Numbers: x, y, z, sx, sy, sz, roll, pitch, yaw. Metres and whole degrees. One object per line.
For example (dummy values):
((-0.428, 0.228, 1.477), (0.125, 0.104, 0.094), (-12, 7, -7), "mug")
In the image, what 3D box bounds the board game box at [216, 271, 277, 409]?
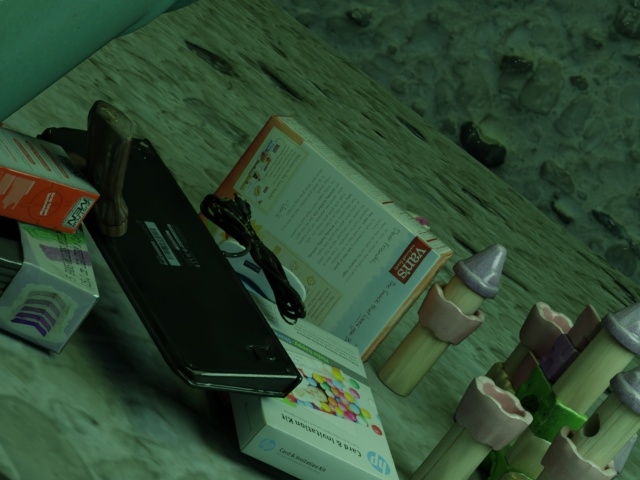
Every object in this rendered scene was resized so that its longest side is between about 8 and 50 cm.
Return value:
((-0.073, 0.083, 1.431), (0.145, 0.027, 0.281), (28, 18, -35), "board game box")

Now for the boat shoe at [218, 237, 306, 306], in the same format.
((-0.056, 0.029, 1.512), (0.100, 0.035, 0.035), (31, 18, 1), "boat shoe")

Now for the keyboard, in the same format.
((-0.107, 0.016, 1.296), (0.202, 0.033, 0.317), (6, 37, -41), "keyboard")

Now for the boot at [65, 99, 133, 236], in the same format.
((-0.180, -0.074, 1.217), (0.037, 0.114, 0.106), (-24, 52, -28), "boot")

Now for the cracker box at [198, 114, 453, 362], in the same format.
((0.000, 0.000, 1.598), (0.232, 0.155, 0.067), (41, 15, 12), "cracker box")

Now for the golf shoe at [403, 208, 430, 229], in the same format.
((0.012, -0.026, 1.838), (0.140, 0.115, 0.306), (34, 5, 31), "golf shoe")

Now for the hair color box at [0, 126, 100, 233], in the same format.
((-0.243, -0.053, 1.161), (0.141, 0.043, 0.072), (17, 25, -51), "hair color box")

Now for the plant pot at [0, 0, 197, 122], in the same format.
((-0.256, -0.227, 1.052), (0.341, 0.341, 0.334), (37, 46, -2), "plant pot")

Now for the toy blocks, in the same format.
((0.259, 0.154, 1.526), (0.309, 0.260, 0.288), (32, 15, -18), "toy blocks")

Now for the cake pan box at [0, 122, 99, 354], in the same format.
((-0.304, -0.041, 1.199), (0.246, 0.070, 0.267), (28, 18, -26), "cake pan box")

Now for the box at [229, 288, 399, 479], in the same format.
((-0.015, 0.131, 1.298), (0.145, 0.038, 0.186), (30, 25, -28), "box")
